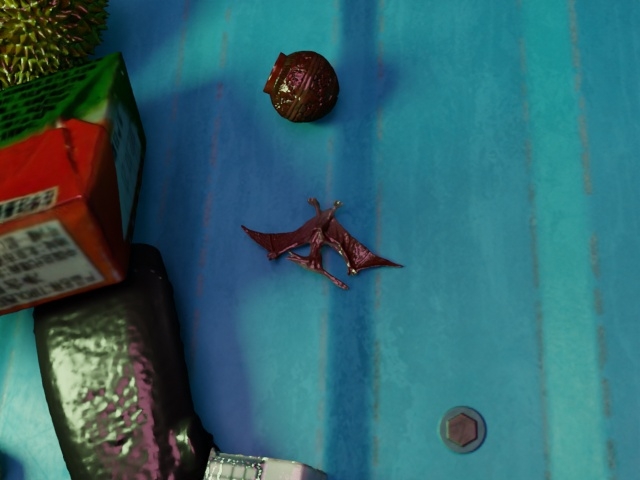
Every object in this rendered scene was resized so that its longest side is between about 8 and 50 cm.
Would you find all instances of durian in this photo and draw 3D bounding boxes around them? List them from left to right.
[{"bbox_3d":[-0.436,-0.333,1.254,0.291,0.224,0.291,-9,68,24],"label":"durian"}]

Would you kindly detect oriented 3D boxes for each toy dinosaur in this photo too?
[{"bbox_3d":[0.000,0.000,1.110,0.220,0.032,0.108,11,68,16],"label":"toy dinosaur"}]

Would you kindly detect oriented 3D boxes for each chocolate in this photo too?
[{"bbox_3d":[-0.407,-0.058,1.110,0.360,0.161,0.341,-16,39,8],"label":"chocolate"}]

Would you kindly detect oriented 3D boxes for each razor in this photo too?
[{"bbox_3d":[-0.245,0.169,1.060,0.189,0.107,0.327,-24,64,5],"label":"razor"}]

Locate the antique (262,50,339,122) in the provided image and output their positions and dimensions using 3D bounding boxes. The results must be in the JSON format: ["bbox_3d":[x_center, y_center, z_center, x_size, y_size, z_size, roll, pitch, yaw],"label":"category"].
[{"bbox_3d":[-0.022,-0.206,1.167,0.104,0.104,0.104,-5,66,12],"label":"antique"}]

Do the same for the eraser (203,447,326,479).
[{"bbox_3d":[-0.083,0.381,0.939,0.130,0.086,0.287,5,69,18],"label":"eraser"}]
